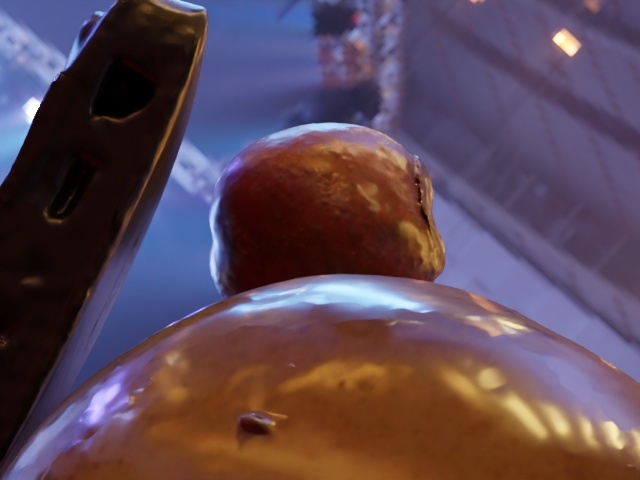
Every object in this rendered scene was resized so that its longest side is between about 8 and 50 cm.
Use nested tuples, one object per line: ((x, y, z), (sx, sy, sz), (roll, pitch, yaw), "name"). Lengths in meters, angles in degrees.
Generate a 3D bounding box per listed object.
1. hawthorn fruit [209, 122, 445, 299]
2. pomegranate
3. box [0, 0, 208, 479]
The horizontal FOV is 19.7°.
((0.000, 0.000, 1.313), (0.173, 0.173, 0.173), (41, -12, 11), "hawthorn fruit")
((0.028, 0.216, 0.754), (0.416, 0.417, 0.417), (41, -12, 11), "pomegranate")
((-0.147, 0.017, 1.018), (0.073, 0.290, 0.289), (26, -10, -3), "box")
